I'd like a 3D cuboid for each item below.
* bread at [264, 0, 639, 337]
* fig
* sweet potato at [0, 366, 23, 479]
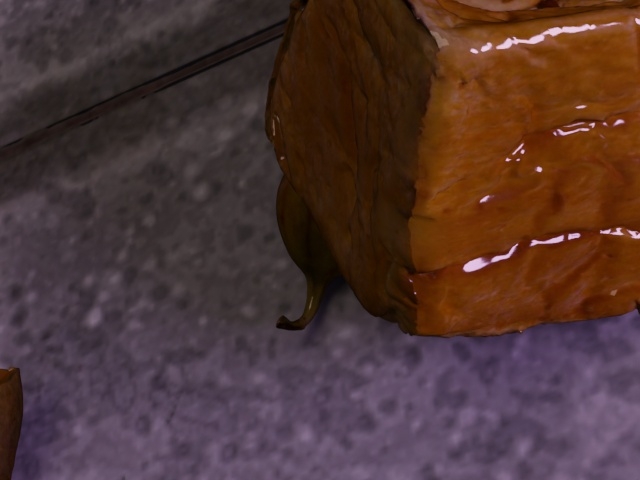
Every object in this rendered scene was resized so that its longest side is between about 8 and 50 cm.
[{"bbox_3d":[0.069,-0.061,0.763,0.149,0.143,0.158,-4,42,-14],"label":"bread"},{"bbox_3d":[0.000,0.000,0.852,0.050,0.050,0.083,15,86,38],"label":"fig"},{"bbox_3d":[-0.182,0.164,0.848,0.077,0.077,0.244,-6,60,30],"label":"sweet potato"}]
